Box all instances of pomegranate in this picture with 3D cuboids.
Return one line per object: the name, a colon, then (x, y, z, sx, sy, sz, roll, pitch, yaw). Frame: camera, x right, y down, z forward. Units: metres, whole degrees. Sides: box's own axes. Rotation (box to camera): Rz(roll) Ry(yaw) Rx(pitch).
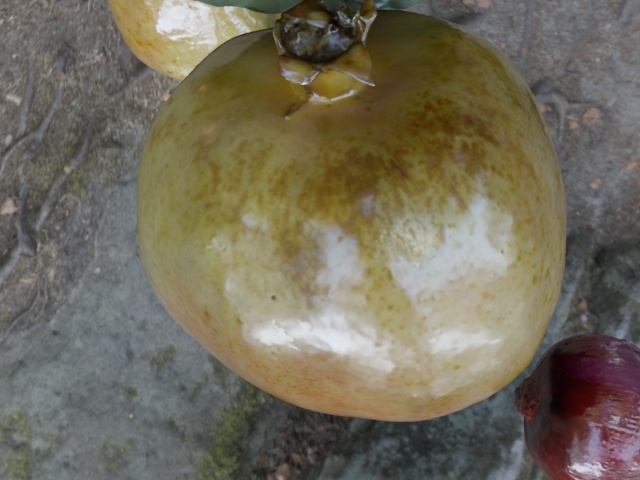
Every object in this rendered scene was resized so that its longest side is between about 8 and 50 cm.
pomegranate: (-0.160, -0.410, 1.207, 0.342, 0.342, 0.342, -6, 118, -11)
pomegranate: (0.025, -0.024, 0.532, 0.319, 0.319, 0.319, -6, 118, -11)

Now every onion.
onion: (0.210, 0.134, 0.589, 0.131, 0.131, 0.131, -6, 118, -11)

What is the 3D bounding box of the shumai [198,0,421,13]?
shumai: (0.027, -0.305, 0.517, 0.397, 0.324, 0.323, -33, 163, 18)
